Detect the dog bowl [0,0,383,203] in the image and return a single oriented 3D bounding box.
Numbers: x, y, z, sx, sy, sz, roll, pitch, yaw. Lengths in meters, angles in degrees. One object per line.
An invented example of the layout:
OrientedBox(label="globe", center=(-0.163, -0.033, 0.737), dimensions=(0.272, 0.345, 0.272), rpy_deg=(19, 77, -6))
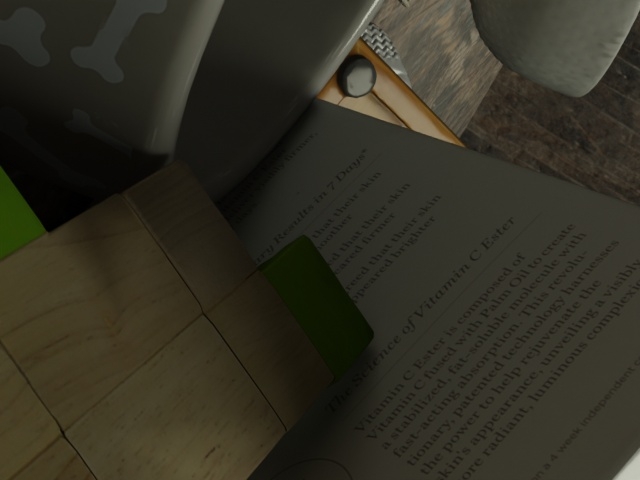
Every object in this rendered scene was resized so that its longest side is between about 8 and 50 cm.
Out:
OrientedBox(label="dog bowl", center=(-0.019, -0.159, 0.601), dimensions=(0.349, 0.102, 0.349), rpy_deg=(-56, 173, -11))

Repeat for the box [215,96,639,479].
OrientedBox(label="box", center=(0.036, 0.089, 0.652), dimensions=(0.215, 0.168, 0.345), rpy_deg=(-46, -145, -13))

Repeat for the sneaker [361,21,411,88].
OrientedBox(label="sneaker", center=(0.000, -0.055, 1.264), dimensions=(0.101, 0.153, 0.269), rpy_deg=(-16, 111, -34))

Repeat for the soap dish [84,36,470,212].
OrientedBox(label="soap dish", center=(-0.025, 0.019, 0.888), dimensions=(0.229, 0.118, 0.291), rpy_deg=(41, 81, -41))

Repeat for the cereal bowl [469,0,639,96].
OrientedBox(label="cereal bowl", center=(0.199, -0.296, 1.229), dimensions=(0.339, 0.141, 0.339), rpy_deg=(-164, -90, -88))

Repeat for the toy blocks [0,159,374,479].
OrientedBox(label="toy blocks", center=(-0.165, 0.114, 0.454), dimensions=(0.261, 0.191, 0.381), rpy_deg=(-33, -176, 26))

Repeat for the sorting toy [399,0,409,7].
OrientedBox(label="sorting toy", center=(0.067, -0.235, 1.176), dimensions=(0.083, 0.045, 0.075), rpy_deg=(-58, 167, 1))
